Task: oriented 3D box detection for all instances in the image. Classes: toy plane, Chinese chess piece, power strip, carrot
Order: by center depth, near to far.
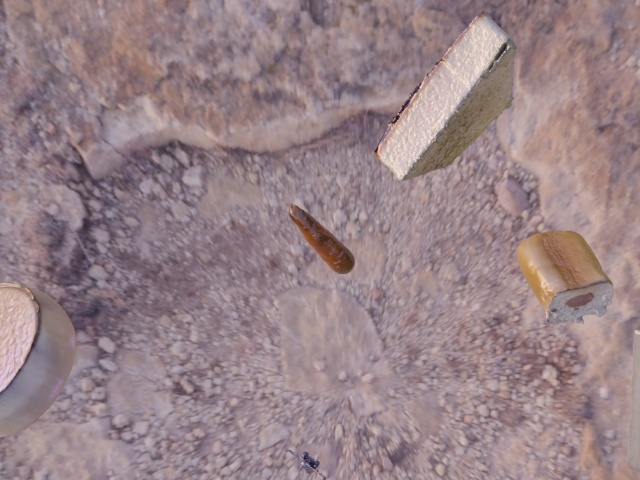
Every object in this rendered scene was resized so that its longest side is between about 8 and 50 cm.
[{"bbox_3d":[0.363,0.155,1.035,0.029,0.080,0.227,18,124,41],"label":"power strip"},{"bbox_3d":[-0.018,0.363,1.548,0.078,0.083,0.031,34,85,21],"label":"toy plane"},{"bbox_3d":[0.000,0.000,1.560,0.047,0.191,0.047,-17,53,25],"label":"carrot"},{"bbox_3d":[-0.555,0.207,1.662,0.270,0.112,0.270,-18,51,24],"label":"Chinese chess piece"}]

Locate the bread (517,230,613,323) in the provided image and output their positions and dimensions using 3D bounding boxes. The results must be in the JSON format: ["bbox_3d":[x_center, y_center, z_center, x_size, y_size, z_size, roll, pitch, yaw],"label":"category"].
[{"bbox_3d":[0.437,0.064,1.723,0.134,0.085,0.173,-13,44,-4],"label":"bread"}]

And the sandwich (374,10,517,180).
[{"bbox_3d":[0.160,-0.156,1.016,0.058,0.162,0.193,47,125,15],"label":"sandwich"}]
